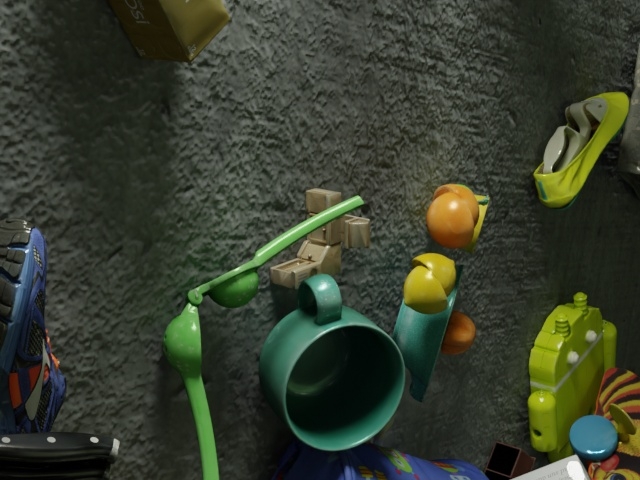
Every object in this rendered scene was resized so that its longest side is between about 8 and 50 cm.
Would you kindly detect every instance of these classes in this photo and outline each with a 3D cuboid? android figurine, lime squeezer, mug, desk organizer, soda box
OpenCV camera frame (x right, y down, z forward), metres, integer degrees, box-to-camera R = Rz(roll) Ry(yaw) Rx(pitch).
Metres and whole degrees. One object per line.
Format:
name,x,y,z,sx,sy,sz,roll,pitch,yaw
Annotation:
android figurine,0.385,0.210,1.583,0.248,0.056,0.273,-35,128,-42
lime squeezer,-0.071,0.069,0.908,0.059,0.110,0.310,81,33,-68
mug,0.010,0.114,1.007,0.129,0.097,0.158,20,96,-27
desk organizer,0.254,0.356,1.460,0.050,0.047,0.130,41,67,-47
soda box,-0.138,-0.222,0.770,0.058,0.061,0.181,-54,137,-29

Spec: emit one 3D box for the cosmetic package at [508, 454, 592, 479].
cosmetic package,0.307,0.446,1.361,0.385,0.217,0.156,56,14,-50

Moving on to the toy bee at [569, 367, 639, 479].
toy bee,0.448,0.341,1.535,0.195,0.162,0.298,40,71,-56

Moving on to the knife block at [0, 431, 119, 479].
knife block,-0.258,0.160,0.623,0.242,0.088,0.275,-34,131,-8

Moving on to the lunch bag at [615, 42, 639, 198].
lunch bag,0.596,-0.175,1.656,0.287,0.169,0.235,23,78,-60

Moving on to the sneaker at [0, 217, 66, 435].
sneaker,-0.227,0.088,0.743,0.087,0.083,0.221,-13,119,-57

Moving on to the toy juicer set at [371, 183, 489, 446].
toy juicer set,0.126,0.093,1.119,0.209,0.089,0.329,51,57,-81

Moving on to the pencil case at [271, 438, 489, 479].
pencil case,0.073,0.282,1.128,0.306,0.133,0.119,23,107,-47

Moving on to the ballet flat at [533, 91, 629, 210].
ballet flat,0.363,-0.146,1.440,0.077,0.077,0.231,49,63,-28

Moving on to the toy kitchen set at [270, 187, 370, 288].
toy kitchen set,0.000,0.000,1.008,0.075,0.068,0.083,-20,115,-48
